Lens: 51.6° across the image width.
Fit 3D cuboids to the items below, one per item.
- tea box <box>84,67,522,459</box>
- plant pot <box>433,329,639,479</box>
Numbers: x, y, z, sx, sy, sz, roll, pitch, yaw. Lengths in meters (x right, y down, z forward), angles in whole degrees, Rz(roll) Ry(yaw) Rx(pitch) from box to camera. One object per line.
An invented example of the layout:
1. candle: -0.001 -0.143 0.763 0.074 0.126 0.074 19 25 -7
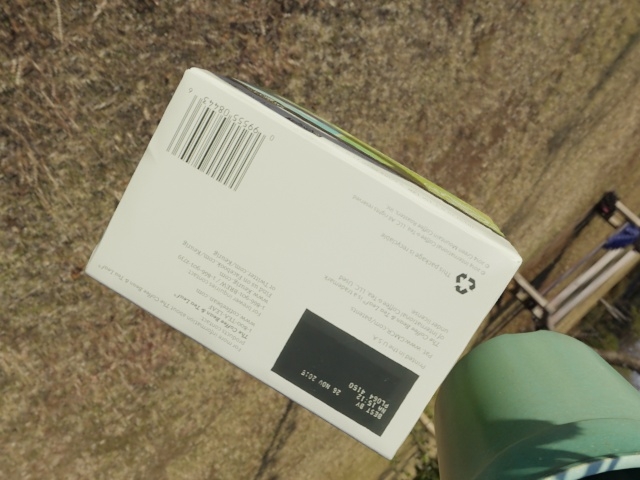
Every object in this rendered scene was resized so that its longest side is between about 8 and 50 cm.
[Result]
1. tea box: 0.000 0.000 0.715 0.220 0.329 0.323 -60 178 11
2. plant pot: 0.276 0.286 0.753 0.341 0.341 0.334 -47 -168 13
